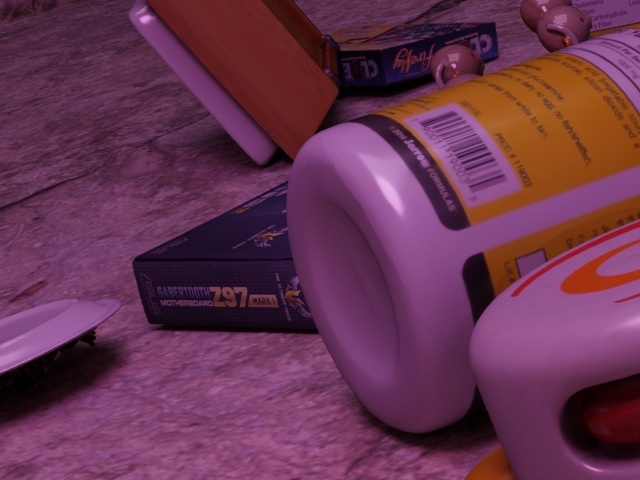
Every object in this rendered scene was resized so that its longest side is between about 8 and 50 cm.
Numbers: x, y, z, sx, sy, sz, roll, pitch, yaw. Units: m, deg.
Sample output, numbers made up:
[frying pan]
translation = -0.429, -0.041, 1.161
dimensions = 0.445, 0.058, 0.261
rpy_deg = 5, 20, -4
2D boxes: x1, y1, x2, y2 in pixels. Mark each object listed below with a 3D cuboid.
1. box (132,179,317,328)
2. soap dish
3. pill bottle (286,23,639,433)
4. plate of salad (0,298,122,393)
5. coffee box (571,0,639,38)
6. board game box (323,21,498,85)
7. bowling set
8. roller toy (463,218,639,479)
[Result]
[box]
translation = 0.000, 0.000, 1.470
dimensions = 0.183, 0.059, 0.233
rpy_deg = 0, 21, 41
[soap dish]
translation = -0.080, -0.210, 1.979
dimensions = 0.118, 0.229, 0.291
rpy_deg = -40, 12, 9
[pill bottle]
translation = 0.164, -0.023, 1.158
dimensions = 0.334, 0.188, 0.188
rpy_deg = -19, 16, -20
[plate of salad]
translation = -0.233, 0.091, 1.384
dimensions = 0.200, 0.048, 0.200
rpy_deg = -21, 7, 3
[coffee box]
translation = 0.379, -0.326, 1.768
dimensions = 0.338, 0.334, 0.337
rpy_deg = -11, 15, 13
[board game box]
translation = 0.063, -0.212, 2.185
dimensions = 0.165, 0.042, 0.243
rpy_deg = -18, 14, -33
[bowling set]
translation = 0.191, -0.143, 1.499
dimensions = 0.200, 0.154, 0.287
rpy_deg = -46, 13, 6
[roller toy]
translation = 0.176, 0.072, 0.880
dimensions = 0.209, 0.146, 0.191
rpy_deg = -26, 9, -19
